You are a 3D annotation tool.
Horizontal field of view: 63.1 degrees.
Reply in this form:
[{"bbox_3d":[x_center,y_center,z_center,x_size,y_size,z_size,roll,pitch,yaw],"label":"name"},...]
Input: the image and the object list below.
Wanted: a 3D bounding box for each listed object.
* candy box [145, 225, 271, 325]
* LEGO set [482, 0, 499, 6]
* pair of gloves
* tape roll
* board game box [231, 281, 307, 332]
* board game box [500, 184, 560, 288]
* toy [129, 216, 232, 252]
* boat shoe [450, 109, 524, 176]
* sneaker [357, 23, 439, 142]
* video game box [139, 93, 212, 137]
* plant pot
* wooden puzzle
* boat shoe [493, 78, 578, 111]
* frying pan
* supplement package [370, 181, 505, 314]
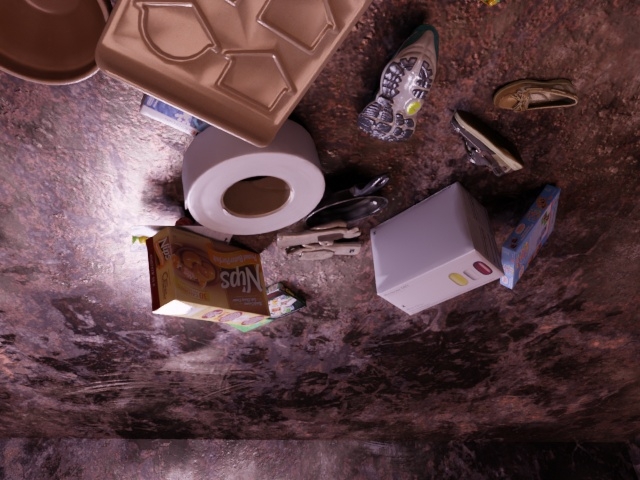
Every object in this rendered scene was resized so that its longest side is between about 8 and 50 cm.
[{"bbox_3d":[-0.265,0.097,1.271,0.087,0.183,0.316,-26,153,27],"label":"candy box"},{"bbox_3d":[0.187,-0.427,0.749,0.132,0.107,0.287,-19,139,20],"label":"LEGO set"},{"bbox_3d":[0.000,0.000,1.296,0.204,0.042,0.240,-8,164,3],"label":"pair of gloves"},{"bbox_3d":[-0.138,-0.126,1.077,0.286,0.100,0.286,-11,152,-6],"label":"tape roll"},{"bbox_3d":[-0.185,0.212,1.615,0.259,0.030,0.136,-25,139,26],"label":"board game box"},{"bbox_3d":[0.503,-0.007,1.253,0.039,0.211,0.160,28,156,32],"label":"board game box"},{"bbox_3d":[-0.340,-0.019,1.274,0.237,0.056,0.137,-3,154,-23],"label":"toy"},{"bbox_3d":[0.339,-0.191,1.086,0.223,0.080,0.073,22,131,-35],"label":"boat shoe"},{"bbox_3d":[0.149,-0.272,0.951,0.107,0.110,0.275,23,156,-5],"label":"sneaker"},{"bbox_3d":[-0.210,-0.277,0.968,0.187,0.048,0.205,19,137,-30],"label":"video game box"},{"bbox_3d":[-0.427,-0.366,0.788,0.237,0.110,0.237,-1,142,-1],"label":"plant pot"},{"bbox_3d":[-0.125,-0.352,0.804,0.322,0.081,0.348,21,119,-35],"label":"wooden puzzle"},{"bbox_3d":[0.414,-0.275,1.006,0.152,0.048,0.056,-3,142,0],"label":"boat shoe"},{"bbox_3d":[0.050,-0.087,1.135,0.197,0.053,0.326,-15,167,3],"label":"frying pan"},{"bbox_3d":[0.272,0.025,1.258,0.261,0.204,0.145,-30,134,31],"label":"supplement package"}]
